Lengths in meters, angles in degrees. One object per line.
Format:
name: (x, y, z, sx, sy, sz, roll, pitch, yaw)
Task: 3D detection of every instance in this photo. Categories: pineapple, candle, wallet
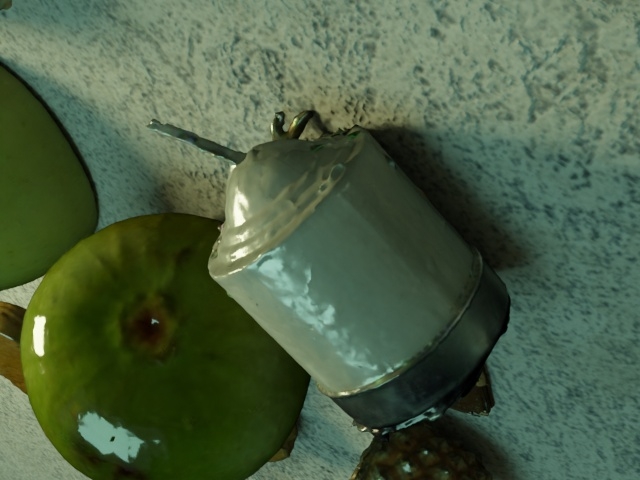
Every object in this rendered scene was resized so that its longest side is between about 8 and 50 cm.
pineapple: (0.126, 0.298, 1.231, 0.193, 0.166, 0.166, 30, 149, 6)
candle: (0.000, 0.000, 0.908, 0.330, 0.187, 0.187, 46, 148, -17)
wallet: (0.122, 0.121, 1.111, 0.095, 0.026, 0.176, 13, 144, 29)

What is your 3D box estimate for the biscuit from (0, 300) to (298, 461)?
biscuit: (-0.258, 0.183, 1.469, 0.394, 0.076, 0.368, -7, 138, 38)

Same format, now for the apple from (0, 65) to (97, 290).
apple: (-0.439, -0.092, 1.298, 0.360, 0.312, 0.320, 80, 172, -49)

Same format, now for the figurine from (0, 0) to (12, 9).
figurine: (-0.336, -0.212, 0.881, 0.155, 0.235, 0.127, 40, 149, -10)

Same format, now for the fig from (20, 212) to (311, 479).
fig: (-0.151, 0.130, 1.144, 0.316, 0.316, 0.316, 25, 148, 17)
